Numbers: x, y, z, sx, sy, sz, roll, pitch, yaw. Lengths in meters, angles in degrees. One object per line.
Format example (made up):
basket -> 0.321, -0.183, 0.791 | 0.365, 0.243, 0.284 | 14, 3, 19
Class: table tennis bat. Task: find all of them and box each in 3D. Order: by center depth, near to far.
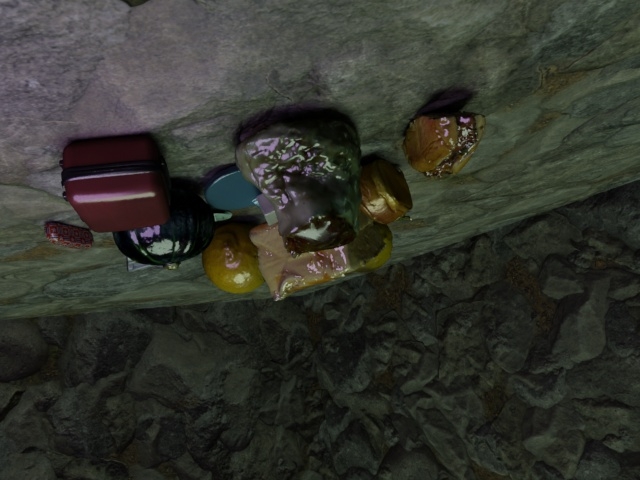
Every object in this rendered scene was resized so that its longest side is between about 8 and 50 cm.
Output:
table tennis bat -> -0.228, -0.147, 1.687 | 0.215, 0.044, 0.329 | -30, 157, 13

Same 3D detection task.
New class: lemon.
lemon -> -0.324, 0.068, 2.127 | 0.297, 0.297, 0.297 | -11, 167, -2
lemon -> 0.155, -0.005, 2.260 | 0.285, 0.285, 0.316 | -22, 120, 40

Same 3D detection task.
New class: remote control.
remote control -> -0.436, -0.087, 1.876 | 0.256, 0.045, 0.097 | -6, 166, -9

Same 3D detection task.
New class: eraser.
eraser -> -0.058, -0.151, 1.695 | 0.279, 0.081, 0.124 | -26, 168, -6

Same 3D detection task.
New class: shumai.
shumai -> -0.029, -0.126, 1.428 | 0.324, 0.323, 0.397 | -17, 168, 15

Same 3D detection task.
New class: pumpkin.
pumpkin -> -0.471, -0.027, 1.644 | 0.315, 0.238, 0.315 | -11, 172, -2

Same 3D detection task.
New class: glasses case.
glasses case -> -0.831, -0.011, 1.787 | 0.049, 0.073, 0.194 | -21, 165, 14

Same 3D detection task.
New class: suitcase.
suitcase -> -0.495, -0.132, 1.347 | 0.236, 0.161, 0.297 | -8, 166, -13

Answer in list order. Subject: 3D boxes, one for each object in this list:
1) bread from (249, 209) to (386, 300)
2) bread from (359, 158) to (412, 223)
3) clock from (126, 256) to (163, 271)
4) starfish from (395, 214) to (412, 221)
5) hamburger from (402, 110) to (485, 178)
bread -> 0.000, 0.000, 1.934 | 0.390, 0.279, 0.371 | -20, -174, 25
bread -> 0.195, -0.159, 1.776 | 0.143, 0.195, 0.270 | -25, 158, 26
clock -> -0.698, 0.063, 2.214 | 0.186, 0.083, 0.253 | -6, 167, -20
starfish -> 0.324, -0.109, 2.459 | 0.176, 0.053, 0.208 | -5, 164, 21
hamburger -> 0.332, -0.269, 1.484 | 0.155, 0.245, 0.282 | -13, -147, -14
